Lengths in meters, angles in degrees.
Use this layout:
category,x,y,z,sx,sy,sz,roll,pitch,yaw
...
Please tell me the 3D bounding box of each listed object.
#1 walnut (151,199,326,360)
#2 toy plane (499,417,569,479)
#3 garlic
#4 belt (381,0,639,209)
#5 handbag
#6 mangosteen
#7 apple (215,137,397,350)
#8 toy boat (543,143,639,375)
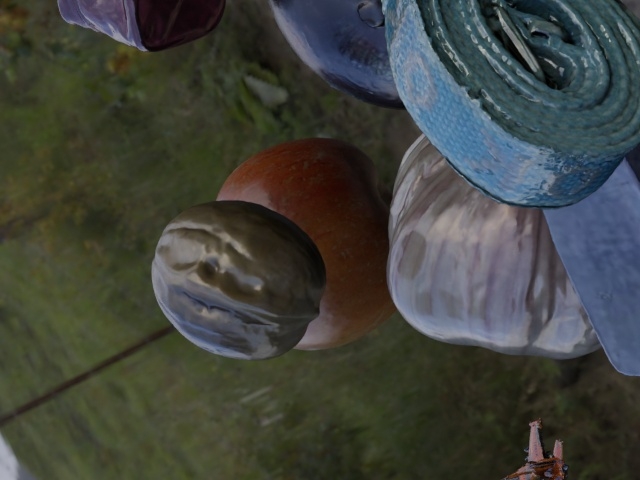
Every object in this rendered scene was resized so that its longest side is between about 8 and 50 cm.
category,x,y,z,sx,sy,sz,roll,pitch,yaw
walnut,-0.075,0.034,1.076,0.162,0.140,0.140,20,164,5
toy plane,0.273,0.300,1.524,0.188,0.062,0.135,115,148,-71
garlic,0.219,-0.024,1.163,0.317,0.317,0.259,-123,18,-46
belt,0.116,-0.101,0.704,0.082,0.148,0.163,120,145,-59
handbag,-0.176,-0.303,1.175,0.135,0.146,0.225,23,123,37
mangosteen,0.094,-0.290,1.159,0.330,0.330,0.330,156,90,-82
apple,0.000,0.000,1.403,0.253,0.254,0.253,156,90,-82
toy boat,0.244,-0.022,0.947,0.127,0.078,0.283,-9,107,58
